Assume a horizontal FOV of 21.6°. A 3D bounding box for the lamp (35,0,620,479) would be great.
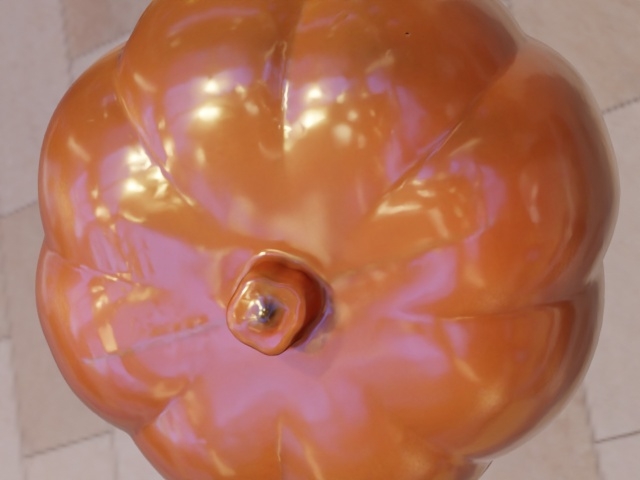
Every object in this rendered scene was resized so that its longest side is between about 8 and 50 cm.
[{"bbox_3d":[0.000,0.000,0.526,0.187,0.164,0.188,3,106,12],"label":"lamp"}]
